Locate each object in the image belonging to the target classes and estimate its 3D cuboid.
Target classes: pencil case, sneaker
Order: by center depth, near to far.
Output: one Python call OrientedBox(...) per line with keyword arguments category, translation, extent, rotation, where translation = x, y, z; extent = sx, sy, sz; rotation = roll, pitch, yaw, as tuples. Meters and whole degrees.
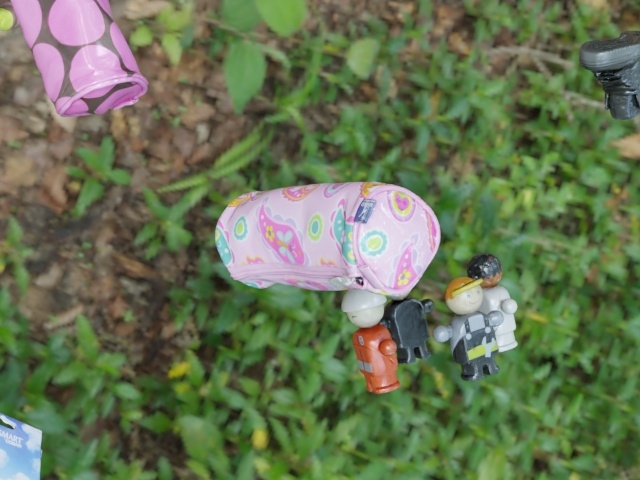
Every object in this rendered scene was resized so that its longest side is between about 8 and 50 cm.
OrientedBox(category="pencil case", translation=(-0.222, -0.208, 1.119), extent=(0.209, 0.095, 0.098), rotation=(69, 12, 14))
OrientedBox(category="sneaker", translation=(0.302, -0.158, 1.241), extent=(0.170, 0.051, 0.089), rotation=(-24, 119, -51))
OrientedBox(category="pencil case", translation=(0.000, 0.000, 1.380), extent=(0.124, 0.284, 0.124), rotation=(-1, 92, -37))

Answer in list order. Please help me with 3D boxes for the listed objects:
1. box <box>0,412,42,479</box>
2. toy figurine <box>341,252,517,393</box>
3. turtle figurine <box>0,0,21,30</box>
OrientedBox(category="box", translation=(-0.337, 0.254, 1.272), extent=(0.109, 0.178, 0.042), rotation=(32, 120, -33))
OrientedBox(category="toy figurine", translation=(0.149, 0.099, 1.668), extent=(0.213, 0.209, 0.148), rotation=(-27, 105, -64))
OrientedBox(category="turtle figurine", translation=(-0.425, -0.289, 1.484), extent=(0.217, 0.087, 0.269), rotation=(-49, 140, -57))
